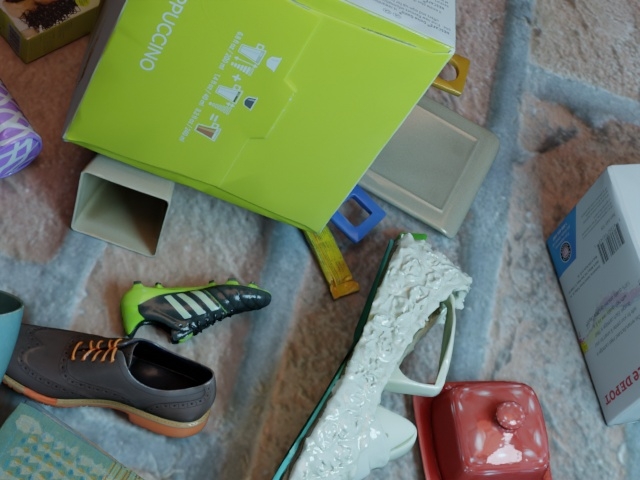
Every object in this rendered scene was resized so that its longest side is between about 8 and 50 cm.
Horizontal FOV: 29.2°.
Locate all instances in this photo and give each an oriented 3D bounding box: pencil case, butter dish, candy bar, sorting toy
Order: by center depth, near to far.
[{"bbox_3d":[0.203,0.222,1.426,0.160,0.118,0.160,1,61,-15],"label":"butter dish"},{"bbox_3d":[-0.426,-0.169,1.505,0.088,0.086,0.206,-40,72,6],"label":"pencil case"},{"bbox_3d":[0.000,0.000,1.557,0.040,0.018,0.161,-16,66,-26],"label":"candy bar"},{"bbox_3d":[0.125,-0.113,1.639,0.196,0.047,0.347,32,60,-3],"label":"sorting toy"}]

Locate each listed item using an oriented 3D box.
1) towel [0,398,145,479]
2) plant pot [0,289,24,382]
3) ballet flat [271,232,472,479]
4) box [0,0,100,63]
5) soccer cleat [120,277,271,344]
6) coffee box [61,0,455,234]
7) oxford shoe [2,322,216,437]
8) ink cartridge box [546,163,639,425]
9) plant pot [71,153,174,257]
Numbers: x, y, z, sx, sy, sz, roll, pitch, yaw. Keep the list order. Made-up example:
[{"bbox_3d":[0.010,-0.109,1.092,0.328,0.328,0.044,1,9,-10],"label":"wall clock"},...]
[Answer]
[{"bbox_3d":[-0.238,0.370,1.274,0.370,0.040,0.271,33,58,4],"label":"towel"},{"bbox_3d":[-0.455,0.144,1.233,0.290,0.290,0.195,7,95,-11],"label":"plant pot"},{"bbox_3d":[0.070,0.163,1.406,0.147,0.147,0.409,28,58,2],"label":"ballet flat"},{"bbox_3d":[-0.316,-0.325,1.636,0.232,0.058,0.087,-34,75,-29],"label":"box"},{"bbox_3d":[-0.146,0.085,1.452,0.179,0.060,0.072,-2,71,-8],"label":"soccer cleat"},{"bbox_3d":[-0.069,-0.272,1.442,0.338,0.337,0.334,21,45,-16],"label":"coffee box"},{"bbox_3d":[-0.245,0.132,1.363,0.271,0.098,0.097,16,47,-8],"label":"oxford shoe"},{"bbox_3d":[0.440,0.066,1.530,0.197,0.198,0.270,-4,63,-18],"label":"ink cartridge box"},{"bbox_3d":[-0.229,-0.063,1.487,0.109,0.109,0.096,19,47,-4],"label":"plant pot"}]
